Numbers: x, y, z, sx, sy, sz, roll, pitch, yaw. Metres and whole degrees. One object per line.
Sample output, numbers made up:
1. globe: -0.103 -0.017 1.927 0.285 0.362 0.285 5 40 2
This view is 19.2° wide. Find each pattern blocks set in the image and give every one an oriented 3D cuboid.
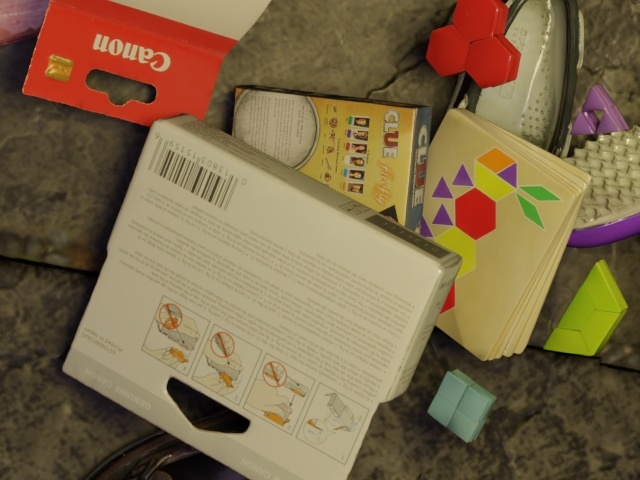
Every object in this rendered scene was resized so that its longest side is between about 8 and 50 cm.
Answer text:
1. pattern blocks set: 0.131 -0.010 1.558 0.285 0.026 0.325 45 119 20

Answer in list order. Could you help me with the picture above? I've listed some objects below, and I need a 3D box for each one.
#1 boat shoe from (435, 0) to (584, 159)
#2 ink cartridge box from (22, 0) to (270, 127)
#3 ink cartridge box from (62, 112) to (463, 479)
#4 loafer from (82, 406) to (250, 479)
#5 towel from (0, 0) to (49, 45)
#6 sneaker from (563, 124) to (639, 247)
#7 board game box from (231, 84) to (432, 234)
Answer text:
1. boat shoe: 0.151 -0.079 1.602 0.114 0.091 0.303 6 98 -10
2. ink cartridge box: -0.125 -0.202 1.525 0.181 0.056 0.225 13 95 -37
3. ink cartridge box: -0.053 0.061 1.552 0.275 0.060 0.239 28 109 16
4. loafer: -0.105 0.210 1.607 0.302 0.095 0.109 -31 102 -3
5. towel: -0.278 -0.304 1.478 0.237 0.037 0.329 -16 120 -7
6. sneaker: 0.323 -0.034 1.612 0.293 0.102 0.146 -25 125 -18
7. board game box: 0.000 0.000 1.579 0.165 0.042 0.243 9 99 21
